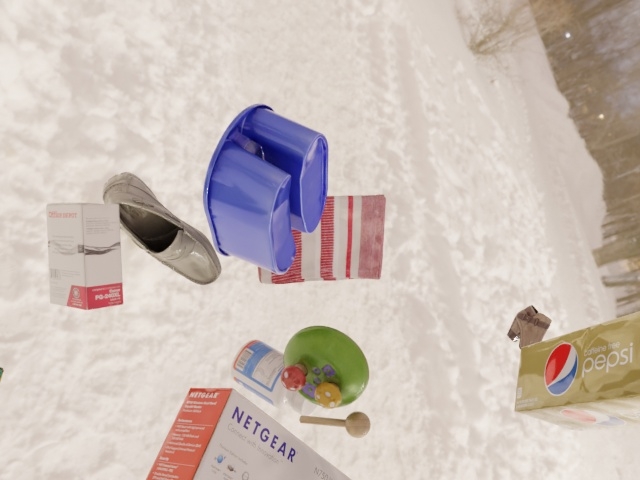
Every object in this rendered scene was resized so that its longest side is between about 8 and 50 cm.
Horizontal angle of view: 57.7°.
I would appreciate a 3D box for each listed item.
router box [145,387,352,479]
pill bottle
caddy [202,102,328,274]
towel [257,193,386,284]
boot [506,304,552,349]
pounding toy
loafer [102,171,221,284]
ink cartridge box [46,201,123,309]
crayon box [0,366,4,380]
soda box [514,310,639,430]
[{"bbox_3d":[-0.086,0.390,0.694,0.335,0.082,0.301,48,48,-33],"label":"router box"},{"bbox_3d":[-0.106,0.347,1.453,0.124,0.221,0.124,-39,142,-40],"label":"pill bottle"},{"bbox_3d":[-0.112,-0.094,1.104,0.241,0.179,0.341,-56,162,-30],"label":"caddy"},{"bbox_3d":[0.000,0.000,1.481,0.037,0.329,0.237,-102,-169,-64],"label":"towel"},{"bbox_3d":[0.444,0.194,1.197,0.042,0.087,0.118,20,23,-51],"label":"boot"},{"bbox_3d":[-0.003,0.296,1.146,0.110,0.183,0.236,-40,124,-59],"label":"pounding toy"},{"bbox_3d":[-0.316,-0.001,1.180,0.319,0.112,0.111,47,13,-37],"label":"loafer"},{"bbox_3d":[-0.346,0.019,0.851,0.063,0.109,0.150,-5,96,-50],"label":"ink cartridge box"},{"bbox_3d":[-0.553,0.331,0.833,0.081,0.165,0.278,21,41,-25],"label":"crayon box"},{"bbox_3d":[0.214,0.096,0.413,0.061,0.181,0.058,18,66,-7],"label":"soda box"}]
